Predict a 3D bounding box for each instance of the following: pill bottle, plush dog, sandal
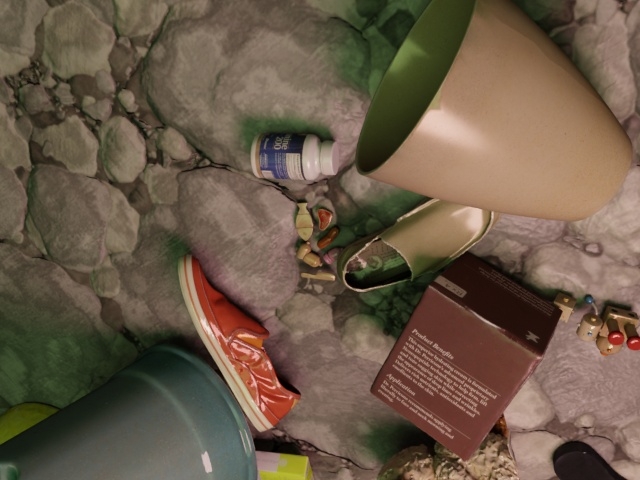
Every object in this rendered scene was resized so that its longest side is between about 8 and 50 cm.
[{"bbox_3d":[-0.036,-0.122,0.915,0.120,0.067,0.067,4,114,14],"label":"pill bottle"},{"bbox_3d":[0.199,0.382,1.005,0.225,0.262,0.210,-12,76,10],"label":"plush dog"},{"bbox_3d":[0.483,0.429,1.012,0.254,0.054,0.097,34,118,0],"label":"sandal"}]

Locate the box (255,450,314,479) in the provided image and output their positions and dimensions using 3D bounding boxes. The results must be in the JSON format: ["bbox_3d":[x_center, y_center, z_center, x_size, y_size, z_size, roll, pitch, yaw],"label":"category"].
[{"bbox_3d":[-0.106,0.431,1.163,0.178,0.042,0.109,3,138,10],"label":"box"}]

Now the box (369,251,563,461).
[{"bbox_3d":[0.207,0.159,0.893,0.168,0.167,0.203,34,118,18],"label":"box"}]

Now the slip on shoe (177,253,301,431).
[{"bbox_3d":[-0.141,0.162,1.057,0.101,0.123,0.331,-31,99,-7],"label":"slip on shoe"}]

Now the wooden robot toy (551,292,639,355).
[{"bbox_3d":[0.413,0.139,0.902,0.173,0.076,0.079,14,127,10],"label":"wooden robot toy"}]

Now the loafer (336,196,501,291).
[{"bbox_3d":[0.138,0.008,0.904,0.268,0.092,0.102,-32,101,22],"label":"loafer"}]

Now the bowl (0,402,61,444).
[{"bbox_3d":[-0.600,0.501,1.299,0.289,0.156,0.289,6,114,14],"label":"bowl"}]

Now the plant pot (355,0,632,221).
[{"bbox_3d":[0.222,-0.135,0.758,0.274,0.256,0.256,26,118,-14],"label":"plant pot"}]

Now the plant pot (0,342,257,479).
[{"bbox_3d":[-0.337,0.384,1.013,0.341,0.334,0.341,12,110,36],"label":"plant pot"}]

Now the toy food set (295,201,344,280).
[{"bbox_3d":[0.000,0.000,0.987,0.078,0.019,0.122,6,106,13],"label":"toy food set"}]
